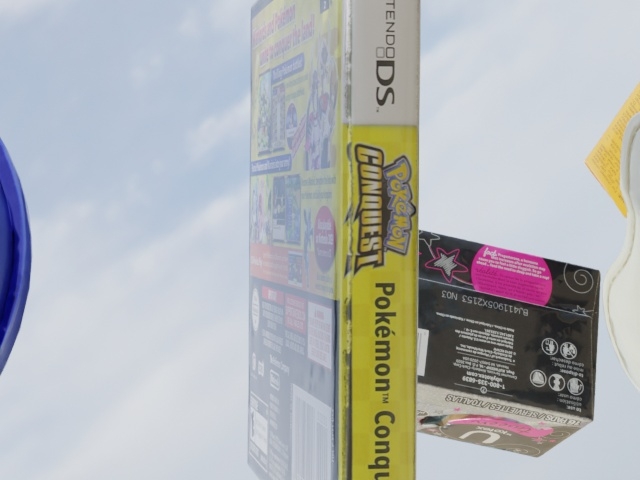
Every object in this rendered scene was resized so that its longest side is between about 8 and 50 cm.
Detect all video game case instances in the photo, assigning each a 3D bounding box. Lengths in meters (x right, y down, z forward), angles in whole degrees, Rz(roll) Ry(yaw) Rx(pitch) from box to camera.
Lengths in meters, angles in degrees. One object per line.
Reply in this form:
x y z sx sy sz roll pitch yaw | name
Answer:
0.000 0.000 0.801 0.035 0.248 0.275 0 1 -10 | video game case

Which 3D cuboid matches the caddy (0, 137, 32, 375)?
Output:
-0.252 0.041 0.595 0.341 0.241 0.179 -59 -21 -24 | caddy

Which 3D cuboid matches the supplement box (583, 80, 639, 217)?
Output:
0.322 -0.118 1.560 0.078 0.080 0.233 -27 -21 -30 | supplement box

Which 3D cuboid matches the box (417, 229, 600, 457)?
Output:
0.128 0.099 1.685 0.142 0.247 0.163 126 154 -63 | box

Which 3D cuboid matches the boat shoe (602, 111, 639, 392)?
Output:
0.231 0.004 1.094 0.079 0.095 0.255 -29 -45 -23 | boat shoe
